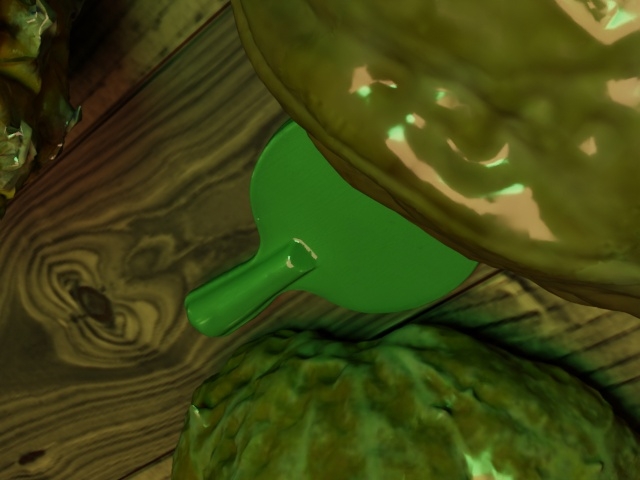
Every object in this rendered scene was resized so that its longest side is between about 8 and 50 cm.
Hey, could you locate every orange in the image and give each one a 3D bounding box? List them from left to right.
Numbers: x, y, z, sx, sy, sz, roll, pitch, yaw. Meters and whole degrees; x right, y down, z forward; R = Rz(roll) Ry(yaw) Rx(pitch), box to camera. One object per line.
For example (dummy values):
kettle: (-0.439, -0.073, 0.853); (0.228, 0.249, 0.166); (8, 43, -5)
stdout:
orange: (0.039, 0.201, 0.827); (0.368, 0.210, 0.271); (-8, 107, 31)

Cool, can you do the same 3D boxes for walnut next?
walnut: (0.117, -0.122, 0.517); (0.344, 0.306, 0.306); (33, 130, 14)

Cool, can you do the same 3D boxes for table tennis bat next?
table tennis bat: (0.000, 0.000, 0.816); (0.257, 0.039, 0.160); (-33, 105, 32)

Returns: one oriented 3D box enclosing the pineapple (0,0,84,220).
pineapple: (-0.315, -0.131, 0.684); (0.352, 0.352, 0.300); (0, 129, 25)
